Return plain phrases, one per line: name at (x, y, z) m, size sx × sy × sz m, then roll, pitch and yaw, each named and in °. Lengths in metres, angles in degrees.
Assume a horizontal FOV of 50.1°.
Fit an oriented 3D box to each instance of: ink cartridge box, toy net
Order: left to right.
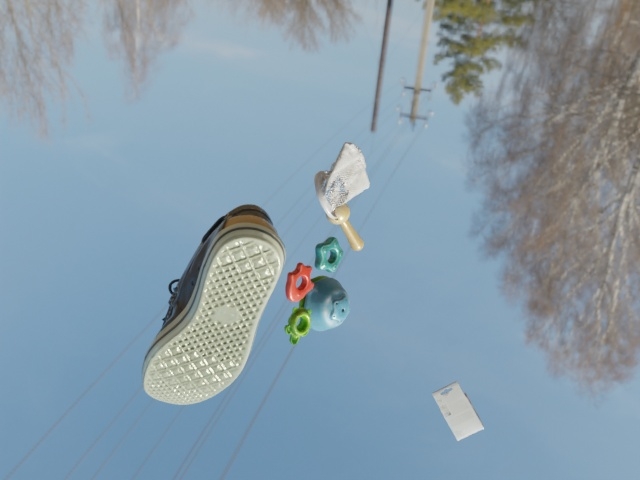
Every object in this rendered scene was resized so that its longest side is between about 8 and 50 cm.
toy net at (0.000, 0.000, 0.799) m, size 0.122 × 0.233 × 0.045 m, roll -3°, pitch -167°, yaw -44°
ink cartridge box at (0.284, 0.349, 1.418) m, size 0.062 × 0.115 × 0.029 m, roll -29°, pitch -178°, yaw 11°

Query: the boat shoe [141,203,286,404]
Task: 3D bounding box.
boat shoe at (-0.209, 0.137, 1.332) m, size 0.186 × 0.500 × 0.156 m, roll 19°, pitch -148°, yaw -17°
